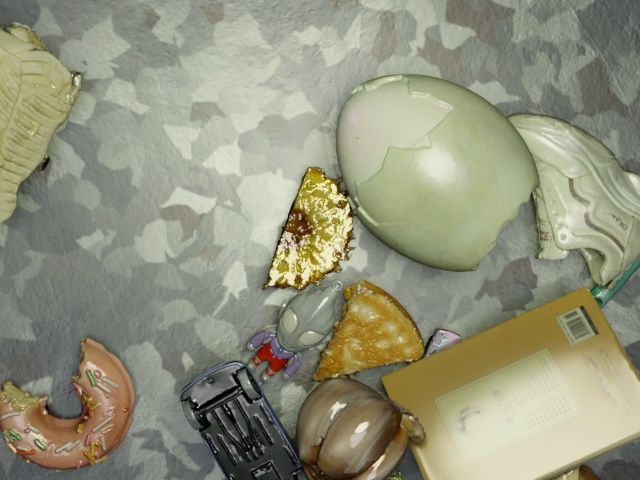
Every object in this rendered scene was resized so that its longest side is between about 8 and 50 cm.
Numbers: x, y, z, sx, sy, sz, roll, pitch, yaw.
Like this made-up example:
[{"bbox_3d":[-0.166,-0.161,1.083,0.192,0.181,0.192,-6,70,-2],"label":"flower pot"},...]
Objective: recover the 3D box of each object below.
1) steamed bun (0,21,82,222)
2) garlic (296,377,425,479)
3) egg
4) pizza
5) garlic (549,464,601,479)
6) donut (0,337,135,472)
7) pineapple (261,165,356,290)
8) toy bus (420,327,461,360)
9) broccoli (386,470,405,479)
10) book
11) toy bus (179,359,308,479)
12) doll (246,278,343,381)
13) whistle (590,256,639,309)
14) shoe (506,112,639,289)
[{"bbox_3d":[-0.572,-0.196,1.528,0.237,0.394,0.346,28,131,18],"label":"steamed bun"},{"bbox_3d":[0.037,0.295,1.608,0.191,0.214,0.160,-34,134,-20],"label":"garlic"},{"bbox_3d":[0.170,-0.116,1.588,0.336,0.278,0.278,35,90,-2],"label":"egg"},{"bbox_3d":[0.063,0.171,1.705,0.199,0.062,0.188,-36,110,6],"label":"pizza"},{"bbox_3d":[0.416,0.515,1.677,0.286,0.249,0.313,-37,101,-22],"label":"garlic"},{"bbox_3d":[-0.418,0.289,1.655,0.233,0.085,0.199,-31,96,-1],"label":"donut"},{"bbox_3d":[0.000,0.000,1.679,0.135,0.079,0.233,23,91,-8],"label":"pineapple"},{"bbox_3d":[0.195,0.214,1.729,0.052,0.037,0.130,26,92,-1],"label":"toy bus"},{"bbox_3d":[0.097,0.442,1.707,0.097,0.092,0.095,0,114,-20],"label":"broccoli"},{"bbox_3d":[0.323,0.265,1.641,0.389,0.032,0.269,-24,64,3],"label":"book"},{"bbox_3d":[-0.113,0.334,1.661,0.125,0.133,0.292,-29,97,3],"label":"toy bus"},{"bbox_3d":[-0.036,0.146,1.672,0.102,0.075,0.227,42,111,-6],"label":"doll"},{"bbox_3d":[0.500,0.085,1.747,0.039,0.039,0.186,43,88,-6],"label":"whistle"},{"bbox_3d":[0.417,-0.063,1.684,0.342,0.132,0.210,34,87,-9],"label":"shoe"}]
